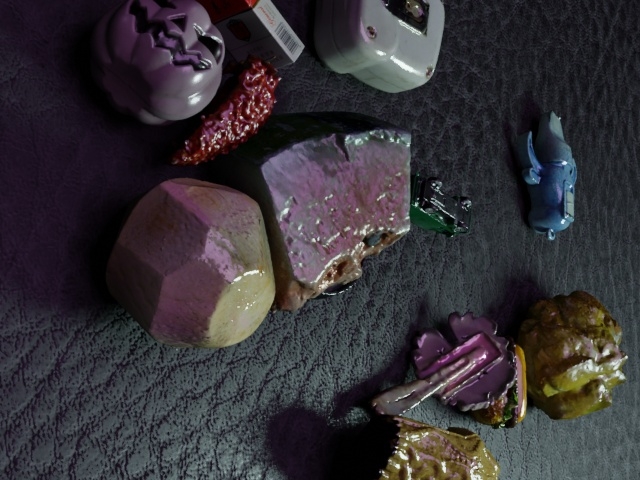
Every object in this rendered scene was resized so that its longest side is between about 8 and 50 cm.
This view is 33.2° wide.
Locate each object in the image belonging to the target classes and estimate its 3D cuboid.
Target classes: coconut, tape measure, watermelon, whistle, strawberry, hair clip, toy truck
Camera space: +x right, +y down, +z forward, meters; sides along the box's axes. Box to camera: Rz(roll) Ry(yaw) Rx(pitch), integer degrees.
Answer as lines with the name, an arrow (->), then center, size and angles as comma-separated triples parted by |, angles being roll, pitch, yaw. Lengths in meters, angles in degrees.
coconut -> -0.167, 0.026, 1.402 | 0.236, 0.237, 0.197 | -7, 129, -46
tape measure -> 0.098, -0.394, 1.786 | 0.265, 0.130, 0.258 | 18, 68, -43
watermelon -> 0.005, -0.076, 1.560 | 0.264, 0.151, 0.302 | -18, 83, -34
whistle -> 0.457, -0.128, 2.136 | 0.180, 0.093, 0.269 | 24, 60, -41
strawberry -> -0.134, -0.163, 1.502 | 0.087, 0.167, 0.208 | 40, 78, -17
hair clip -> 0.190, 0.229, 1.778 | 0.300, 0.069, 0.173 | -24, 68, -31
toy truck -> 0.197, -0.058, 1.858 | 0.147, 0.079, 0.065 | 28, 63, -38

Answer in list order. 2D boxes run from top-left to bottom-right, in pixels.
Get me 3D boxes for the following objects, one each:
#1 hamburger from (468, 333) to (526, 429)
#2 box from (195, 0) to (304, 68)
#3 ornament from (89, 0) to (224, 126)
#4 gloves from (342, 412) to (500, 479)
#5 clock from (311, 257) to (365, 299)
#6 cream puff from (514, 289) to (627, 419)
hamburger -> 0.304, 0.247, 1.881 | 0.087, 0.137, 0.166 | 2, 80, -15
box -> -0.107, -0.318, 1.582 | 0.152, 0.100, 0.048 | 48, 50, -29
ornament -> -0.210, -0.245, 1.414 | 0.177, 0.177, 0.178 | 10, 76, -44
gloves -> 0.184, 0.388, 1.692 | 0.356, 0.155, 0.203 | 26, 98, -43
clock -> 0.000, 0.000, 1.675 | 0.184, 0.040, 0.185 | 10, 76, -44
cream puff -> 0.474, 0.219, 2.034 | 0.244, 0.196, 0.244 | -6, 105, -22
